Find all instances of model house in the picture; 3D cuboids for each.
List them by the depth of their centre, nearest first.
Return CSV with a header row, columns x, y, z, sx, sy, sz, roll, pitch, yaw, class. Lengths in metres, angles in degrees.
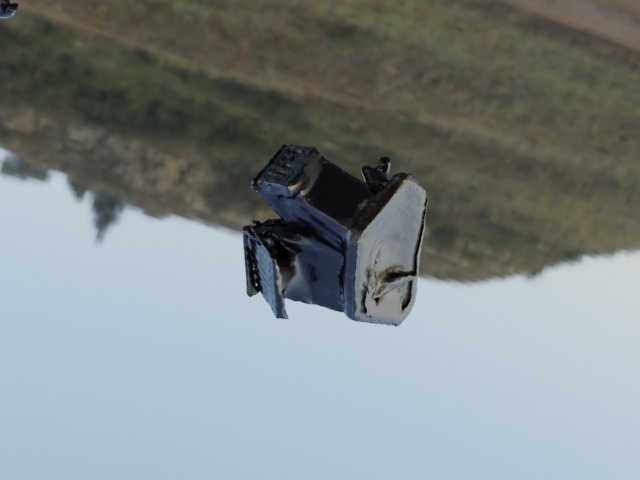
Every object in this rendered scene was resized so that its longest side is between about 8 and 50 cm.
x,y,z,sx,sy,sz,roll,pitch,yaw,class
0.006,-0.009,1.475,0.164,0.203,0.141,28,-139,27,model house

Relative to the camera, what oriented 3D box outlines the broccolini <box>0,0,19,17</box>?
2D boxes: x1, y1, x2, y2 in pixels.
x,y,z,sx,sy,sz,roll,pitch,yaw,class
-0.280,-0.066,0.722,0.123,0.271,0.062,42,-162,-25,broccolini
